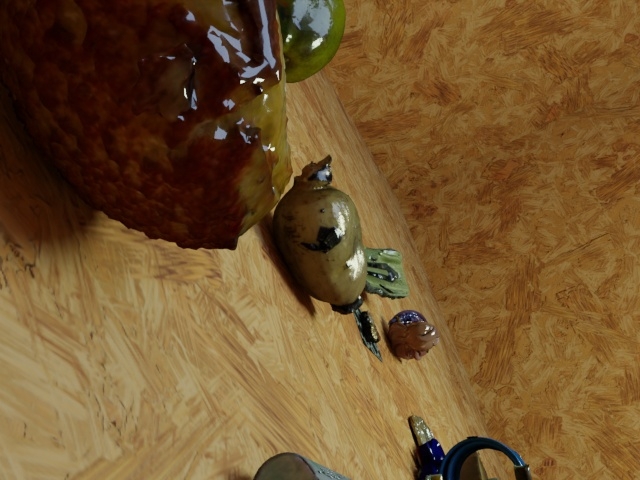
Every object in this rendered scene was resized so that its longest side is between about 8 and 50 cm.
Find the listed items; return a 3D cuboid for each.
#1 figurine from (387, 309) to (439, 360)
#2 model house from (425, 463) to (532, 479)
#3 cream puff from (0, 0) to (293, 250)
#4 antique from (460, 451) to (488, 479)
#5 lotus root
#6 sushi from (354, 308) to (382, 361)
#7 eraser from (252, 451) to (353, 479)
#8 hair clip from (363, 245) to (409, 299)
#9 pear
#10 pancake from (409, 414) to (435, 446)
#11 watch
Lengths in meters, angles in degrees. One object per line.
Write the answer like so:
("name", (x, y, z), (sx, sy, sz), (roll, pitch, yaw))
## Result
("figurine", (0.224, 0.236, 1.711), (0.126, 0.114, 0.157), (46, 0, -13))
("model house", (0.264, 0.491, 1.138), (0.224, 0.198, 0.215), (25, 53, -74))
("cream puff", (-0.144, -0.155, 0.591), (0.350, 0.228, 0.351), (171, -90, -83))
("antique", (0.331, 0.573, 1.548), (0.310, 0.087, 0.093), (-64, 130, -76))
("lotus root", (0.000, 0.000, 1.154), (0.154, 0.140, 0.257), (-127, -160, -79))
("sushi", (0.109, 0.187, 1.525), (0.126, 0.026, 0.120), (50, 18, -54))
("eraser", (0.023, 0.316, 0.714), (0.227, 0.081, 0.174), (47, 17, -55))
("hair clip", (0.097, 0.065, 1.595), (0.321, 0.091, 0.138), (24, 49, -56))
("pear", (-0.075, -0.503, 1.637), (0.269, 0.269, 0.321), (55, 33, -40))
("pancake", (0.230, 0.439, 1.538), (0.139, 0.022, 0.139), (60, 12, -22))
("watch", (0.293, 0.457, 1.350), (0.171, 0.200, 0.196), (27, 42, -67))
